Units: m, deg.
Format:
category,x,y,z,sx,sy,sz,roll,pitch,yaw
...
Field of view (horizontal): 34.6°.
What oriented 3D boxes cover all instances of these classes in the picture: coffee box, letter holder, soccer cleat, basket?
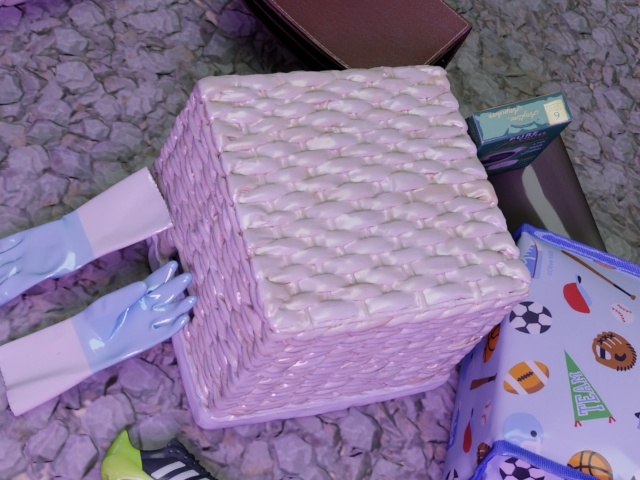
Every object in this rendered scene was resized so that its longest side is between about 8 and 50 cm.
category,x,y,z,sx,sy,sz,roll,pitch,yaw
coffee box,0.214,-0.117,1.212,0.113,0.184,0.040,-14,80,-7
letter holder,0.014,-0.296,1.412,0.302,0.152,0.214,42,56,6
soccer cleat,-0.138,0.249,1.066,0.178,0.060,0.072,21,53,-6
basket,0.275,-0.050,1.372,0.204,0.154,0.227,-5,65,-42
basket,0.000,0.000,1.152,0.331,0.266,0.328,-7,64,-24

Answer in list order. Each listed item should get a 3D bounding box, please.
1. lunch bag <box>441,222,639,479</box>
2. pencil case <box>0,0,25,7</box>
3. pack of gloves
category,x,y,z,sx,sy,sz,roll,pitch,yaw
lunch bag,0.355,0.214,1.190,0.385,0.239,0.328,18,53,-4
pencil case,-0.307,-0.425,1.334,0.410,0.183,0.160,-29,74,-35
pack of gloves,-0.255,0.044,1.081,0.232,0.046,0.195,-27,68,0
